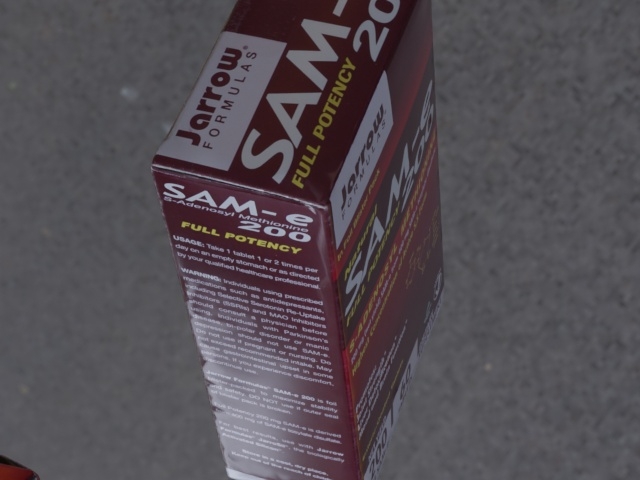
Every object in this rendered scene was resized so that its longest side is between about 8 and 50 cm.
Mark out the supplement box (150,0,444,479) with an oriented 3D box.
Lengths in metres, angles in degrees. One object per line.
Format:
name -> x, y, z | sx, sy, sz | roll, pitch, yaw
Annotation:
supplement box -> 0.000, 0.000, 0.748 | 0.073, 0.130, 0.239 | 13, 147, 15

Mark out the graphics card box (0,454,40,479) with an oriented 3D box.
graphics card box -> -0.219, 0.271, 0.657 | 0.094, 0.371, 0.233 | 7, 122, 38
